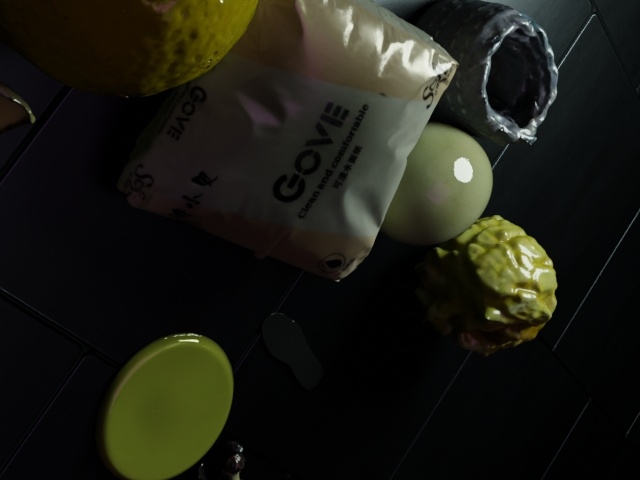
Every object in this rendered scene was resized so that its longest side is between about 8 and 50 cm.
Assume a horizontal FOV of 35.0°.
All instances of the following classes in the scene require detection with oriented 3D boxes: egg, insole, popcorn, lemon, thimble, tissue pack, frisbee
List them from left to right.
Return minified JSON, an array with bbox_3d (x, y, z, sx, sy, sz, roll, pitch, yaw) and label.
[{"bbox_3d":[-0.206,-0.312,1.023,0.336,0.336,0.336,-19,120,-37],"label":"lemon"},{"bbox_3d":[-0.218,0.244,1.459,0.236,0.017,0.236,-19,120,-36],"label":"frisbee"},{"bbox_3d":[-0.043,0.175,1.602,0.064,0.004,0.188,-48,133,-17],"label":"insole"},{"bbox_3d":[-0.030,-0.159,1.327,0.390,0.195,0.376,18,104,-34],"label":"tissue pack"},{"bbox_3d":[0.165,-0.089,1.554,0.253,0.188,0.189,-12,116,-53],"label":"egg"},{"bbox_3d":[0.271,0.080,1.698,0.225,0.249,0.249,-20,120,-28],"label":"popcorn"},{"bbox_3d":[0.253,-0.257,1.577,0.205,0.172,0.236,-44,133,-17],"label":"thimble"}]

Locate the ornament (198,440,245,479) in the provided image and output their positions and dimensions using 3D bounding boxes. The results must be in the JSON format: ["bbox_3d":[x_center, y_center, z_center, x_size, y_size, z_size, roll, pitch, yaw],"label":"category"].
[{"bbox_3d":[-0.155,0.405,1.551,0.166,0.153,0.196,14,74,-46],"label":"ornament"}]

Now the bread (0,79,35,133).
[{"bbox_3d":[-0.419,-0.152,0.985,0.240,0.178,0.135,38,79,-47],"label":"bread"}]
